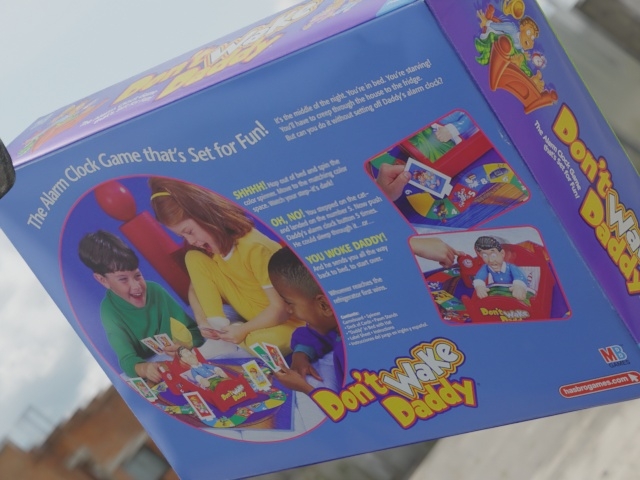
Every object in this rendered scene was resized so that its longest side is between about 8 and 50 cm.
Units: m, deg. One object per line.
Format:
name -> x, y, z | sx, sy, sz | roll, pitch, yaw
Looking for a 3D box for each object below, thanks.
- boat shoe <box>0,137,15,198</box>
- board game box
boat shoe -> -0.255, -0.118, 0.894 | 0.102, 0.301, 0.108 | -27, -30, -27
board game box -> 0.000, 0.000, 0.973 | 0.347, 0.233, 0.078 | -17, 24, 41
